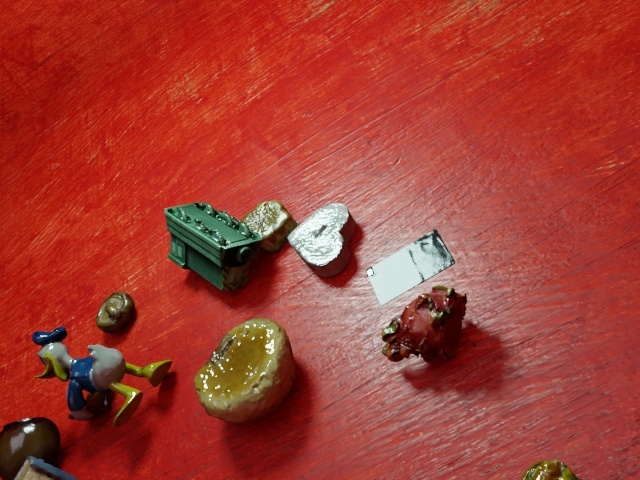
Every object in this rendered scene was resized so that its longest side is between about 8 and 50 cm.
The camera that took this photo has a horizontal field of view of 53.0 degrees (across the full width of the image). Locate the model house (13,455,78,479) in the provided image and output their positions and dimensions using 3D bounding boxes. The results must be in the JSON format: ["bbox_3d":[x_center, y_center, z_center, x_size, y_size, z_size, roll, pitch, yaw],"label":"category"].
[{"bbox_3d":[-0.669,0.621,1.525,0.183,0.166,0.172,-46,25,17],"label":"model house"}]

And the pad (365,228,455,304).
[{"bbox_3d":[0.199,0.059,1.447,0.193,0.004,0.116,-31,44,11],"label":"pad"}]

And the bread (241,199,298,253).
[{"bbox_3d":[-0.135,-0.043,1.721,0.128,0.069,0.140,-44,44,-3],"label":"bread"}]

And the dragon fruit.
[{"bbox_3d":[0.204,0.174,1.258,0.207,0.133,0.150,-36,50,21],"label":"dragon fruit"}]

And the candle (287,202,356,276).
[{"bbox_3d":[0.000,0.000,1.589,0.168,0.068,0.192,-5,52,29],"label":"candle"}]

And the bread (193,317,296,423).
[{"bbox_3d":[-0.158,0.297,1.420,0.244,0.134,0.245,-21,43,22],"label":"bread"}]

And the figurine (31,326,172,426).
[{"bbox_3d":[-0.588,0.333,1.635,0.338,0.284,0.204,34,41,7],"label":"figurine"}]

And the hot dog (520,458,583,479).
[{"bbox_3d":[0.317,0.464,0.989,0.115,0.072,0.269,6,61,48],"label":"hot dog"}]

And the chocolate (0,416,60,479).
[{"bbox_3d":[-0.748,0.543,1.642,0.176,0.177,0.177,-19,47,22],"label":"chocolate"}]

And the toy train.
[{"bbox_3d":[-0.292,0.013,1.717,0.138,0.178,0.330,-14,31,-40],"label":"toy train"}]

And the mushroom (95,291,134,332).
[{"bbox_3d":[-0.591,0.203,1.838,0.127,0.087,0.127,-16,49,19],"label":"mushroom"}]
